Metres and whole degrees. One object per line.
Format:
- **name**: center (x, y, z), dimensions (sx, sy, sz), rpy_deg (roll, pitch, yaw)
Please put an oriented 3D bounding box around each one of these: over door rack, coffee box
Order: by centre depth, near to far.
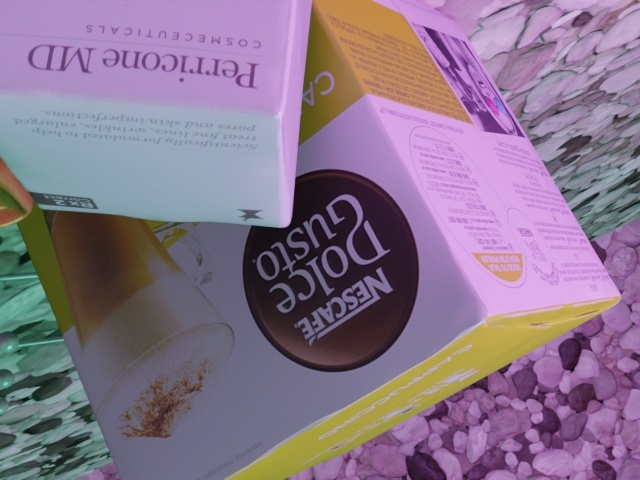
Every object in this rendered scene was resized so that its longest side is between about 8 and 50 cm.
- **coffee box**: center (0.000, 0.000, 0.771), dimensions (0.337, 0.334, 0.338), rpy_deg (-36, 161, 26)
- **over door rack**: center (-0.327, 0.102, 0.981), dimensions (0.324, 0.108, 0.239), rpy_deg (-17, 162, -29)

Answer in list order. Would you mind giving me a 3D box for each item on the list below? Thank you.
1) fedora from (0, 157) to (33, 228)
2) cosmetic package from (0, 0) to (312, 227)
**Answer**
- **fedora**: center (-0.264, -0.055, 0.619), dimensions (0.194, 0.079, 0.194), rpy_deg (-18, 155, -8)
- **cosmetic package**: center (-0.084, -0.119, 0.475), dimensions (0.151, 0.184, 0.151), rpy_deg (4, 161, 0)
